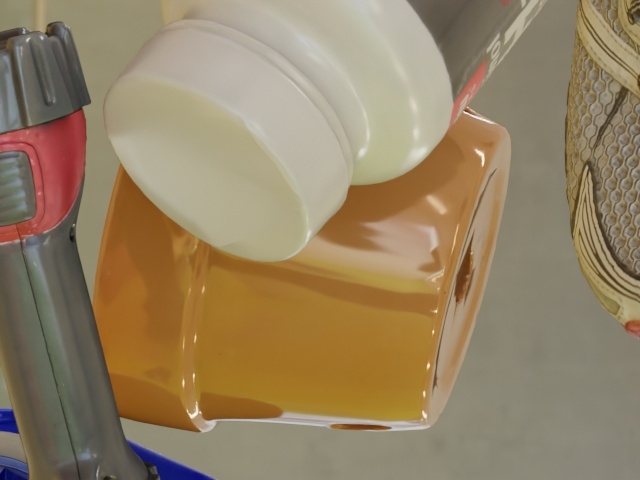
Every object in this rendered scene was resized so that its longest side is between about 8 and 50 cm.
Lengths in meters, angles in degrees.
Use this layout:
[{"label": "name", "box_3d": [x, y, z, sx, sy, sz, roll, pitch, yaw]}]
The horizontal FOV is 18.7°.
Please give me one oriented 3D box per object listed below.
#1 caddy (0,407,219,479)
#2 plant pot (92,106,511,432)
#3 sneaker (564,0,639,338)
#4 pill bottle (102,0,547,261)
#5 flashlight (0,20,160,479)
[{"label": "caddy", "box_3d": [-0.197, 0.223, 1.369, 0.241, 0.341, 0.179, -24, 125, -48]}, {"label": "plant pot", "box_3d": [0.000, 0.000, 1.247, 0.291, 0.203, 0.291, 15, 90, -78]}, {"label": "sneaker", "box_3d": [0.089, -0.085, 0.450, 0.093, 0.088, 0.225, 28, 65, -53]}, {"label": "pill bottle", "box_3d": [0.024, -0.143, 1.065, 0.318, 0.176, 0.176, -52, 164, -29]}, {"label": "flashlight", "box_3d": [-0.147, 0.041, 1.036, 0.103, 0.103, 0.304, -25, 108, -46]}]
